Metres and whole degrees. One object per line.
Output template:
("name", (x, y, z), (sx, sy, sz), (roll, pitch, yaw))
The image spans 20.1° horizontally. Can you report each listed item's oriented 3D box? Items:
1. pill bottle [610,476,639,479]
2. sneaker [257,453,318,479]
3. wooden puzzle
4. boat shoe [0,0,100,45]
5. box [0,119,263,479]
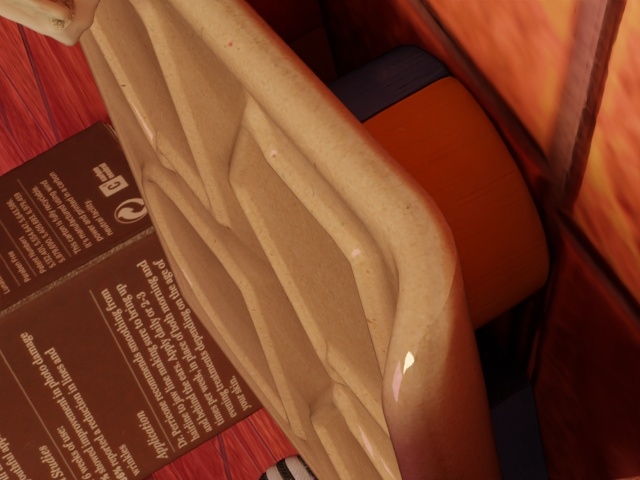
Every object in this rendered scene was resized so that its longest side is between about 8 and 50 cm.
("pill bottle", (0.070, 0.215, 0.380), (0.181, 0.182, 0.322), (123, 140, -77))
("sneaker", (0.048, 0.218, 1.040), (0.223, 0.083, 0.098), (59, -168, 13))
("wooden puzzle", (0.000, 0.000, 0.660), (0.348, 0.080, 0.322), (56, 168, 39))
("boat shoe", (-0.147, -0.096, 0.438), (0.096, 0.088, 0.267), (27, -165, 32))
("box", (-0.247, 0.109, 1.167), (0.143, 0.381, 0.191), (47, 163, 47))
